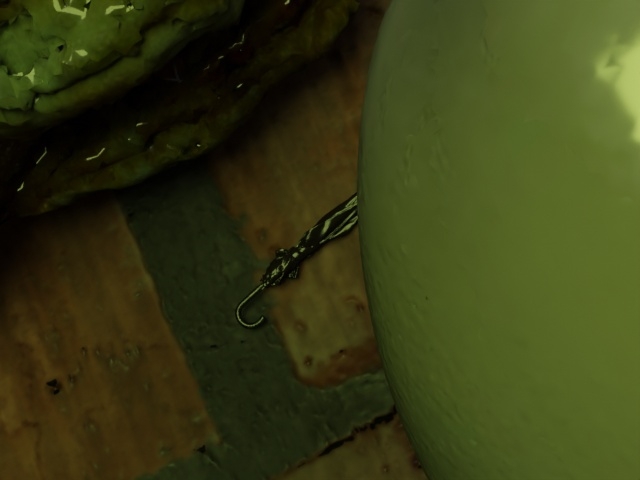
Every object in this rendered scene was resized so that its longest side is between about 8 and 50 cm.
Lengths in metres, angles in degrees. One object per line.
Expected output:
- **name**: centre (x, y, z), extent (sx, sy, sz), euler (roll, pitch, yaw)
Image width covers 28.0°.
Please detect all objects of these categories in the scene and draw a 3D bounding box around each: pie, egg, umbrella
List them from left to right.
- **pie**: centre (-0.179, -0.212, 0.688), extent (0.395, 0.180, 0.418), euler (-31, 64, 10)
- **umbrella**: centre (-0.002, -0.002, 0.668), extent (0.022, 0.013, 0.122), euler (44, 93, 9)
- **egg**: centre (0.155, 0.007, 0.450), extent (0.283, 0.345, 0.283), euler (-24, 35, 18)
